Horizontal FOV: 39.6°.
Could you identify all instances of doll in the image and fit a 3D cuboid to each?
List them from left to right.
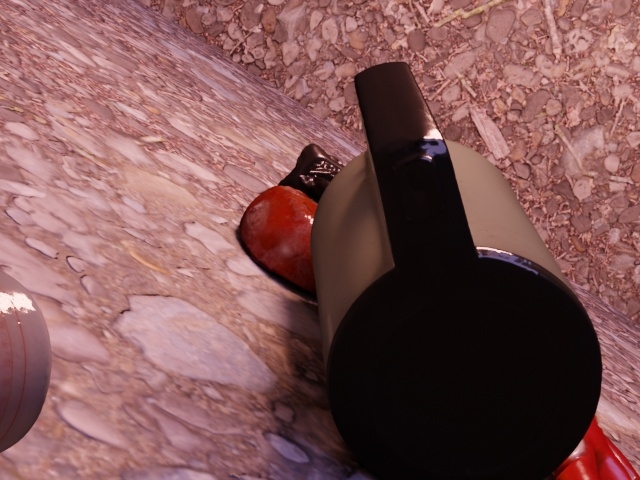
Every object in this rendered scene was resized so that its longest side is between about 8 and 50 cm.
[{"bbox_3d":[0.270,0.213,0.969,0.188,0.099,0.384,35,12,-26],"label":"doll"}]

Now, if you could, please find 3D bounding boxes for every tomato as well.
[{"bbox_3d":[0.001,-0.003,1.157,0.228,0.101,0.228,29,10,-5],"label":"tomato"}]

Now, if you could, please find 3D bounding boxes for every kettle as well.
[{"bbox_3d":[0.103,0.008,0.849,0.250,0.361,0.377,-10,18,3],"label":"kettle"}]

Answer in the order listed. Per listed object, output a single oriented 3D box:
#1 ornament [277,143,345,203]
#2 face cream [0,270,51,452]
[{"bbox_3d":[0.080,-0.030,1.269,0.251,0.106,0.260,33,-2,-22],"label":"ornament"},{"bbox_3d":[-0.232,0.057,0.360,0.101,0.101,0.251,37,13,23],"label":"face cream"}]
